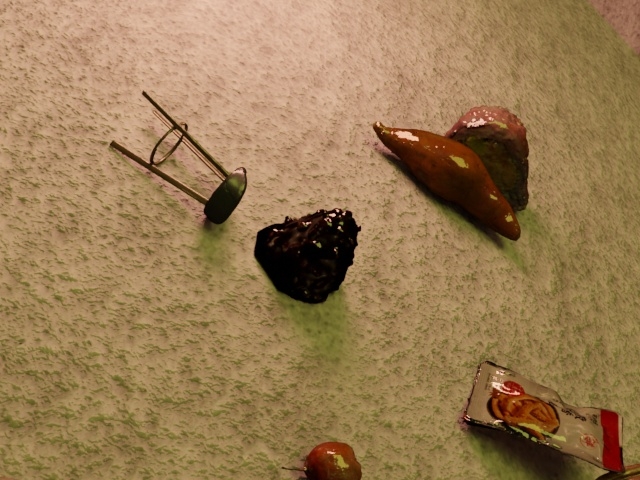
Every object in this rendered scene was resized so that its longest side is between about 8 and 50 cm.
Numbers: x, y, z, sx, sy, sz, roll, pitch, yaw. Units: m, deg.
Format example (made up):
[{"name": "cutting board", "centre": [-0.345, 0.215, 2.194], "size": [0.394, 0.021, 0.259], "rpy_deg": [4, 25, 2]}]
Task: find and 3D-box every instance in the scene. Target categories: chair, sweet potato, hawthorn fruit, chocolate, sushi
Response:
[{"name": "chair", "centre": [-0.196, -0.122, 1.120], "size": [0.221, 0.104, 0.095], "rpy_deg": [42, 24, 6]}, {"name": "sweet potato", "centre": [0.257, -0.136, 1.444], "size": [0.359, 0.112, 0.112], "rpy_deg": [32, 42, -3]}, {"name": "hawthorn fruit", "centre": [-0.001, 0.287, 0.925], "size": [0.103, 0.067, 0.067], "rpy_deg": [-3, 56, -23]}, {"name": "chocolate", "centre": [0.000, 0.000, 1.121], "size": [0.156, 0.133, 0.156], "rpy_deg": [22, 43, -22]}, {"name": "sushi", "centre": [0.368, -0.176, 1.515], "size": [0.241, 0.161, 0.107], "rpy_deg": [31, 41, -8]}]

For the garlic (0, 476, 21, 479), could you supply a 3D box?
[{"name": "garlic", "centre": [-0.260, 0.317, 0.672], "size": [0.318, 0.112, 0.143], "rpy_deg": [42, 64, -6]}]

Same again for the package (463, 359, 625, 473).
[{"name": "package", "centre": [0.349, 0.273, 1.146], "size": [0.239, 0.030, 0.154], "rpy_deg": [21, 31, 12]}]

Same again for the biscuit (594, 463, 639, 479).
[{"name": "biscuit", "centre": [0.483, 0.442, 1.031], "size": [0.273, 0.049, 0.257], "rpy_deg": [-17, 63, 2]}]
